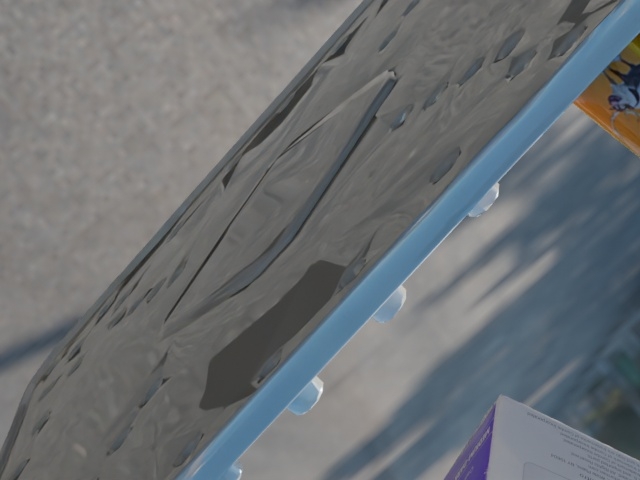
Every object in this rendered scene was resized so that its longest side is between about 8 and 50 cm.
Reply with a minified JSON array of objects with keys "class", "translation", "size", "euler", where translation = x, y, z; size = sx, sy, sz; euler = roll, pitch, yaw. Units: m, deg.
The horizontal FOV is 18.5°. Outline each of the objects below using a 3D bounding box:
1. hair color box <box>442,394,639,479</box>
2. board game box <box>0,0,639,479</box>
[{"class":"hair color box","translation":[0.141,0.247,1.041],"size":[0.110,0.185,0.339],"euler":[-61,-174,29]},{"class":"board game box","translation":[0.000,0.000,0.764],"size":[0.390,0.050,0.390],"euler":[-48,-169,13]}]
